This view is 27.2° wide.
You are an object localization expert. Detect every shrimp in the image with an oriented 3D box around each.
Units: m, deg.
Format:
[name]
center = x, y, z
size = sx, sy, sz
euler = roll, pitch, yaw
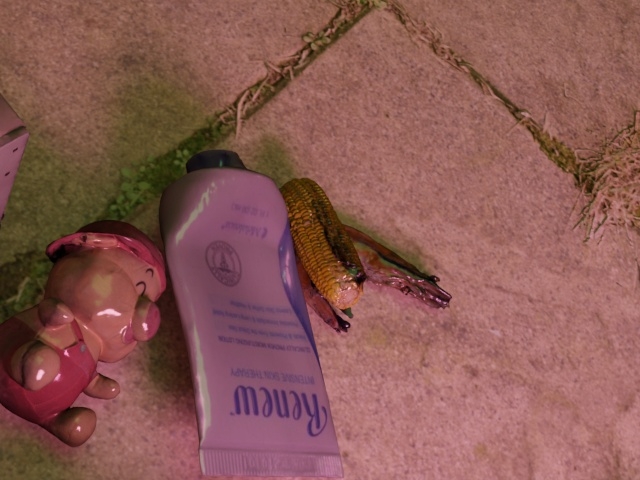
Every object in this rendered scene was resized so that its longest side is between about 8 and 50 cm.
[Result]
[shrimp]
center = 0.066, 0.061, 1.731
size = 0.219, 0.046, 0.152
euler = 24, 52, -4

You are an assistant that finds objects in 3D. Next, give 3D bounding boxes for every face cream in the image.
[face cream]
center = -0.096, 0.083, 1.594
size = 0.235, 0.137, 0.420
euler = 13, 56, -48

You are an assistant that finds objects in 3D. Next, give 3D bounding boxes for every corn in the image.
[corn]
center = 0.000, 0.000, 1.689
size = 0.072, 0.072, 0.203
euler = -4, 47, -27

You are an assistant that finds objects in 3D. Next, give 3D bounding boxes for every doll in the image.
[doll]
center = -0.263, 0.086, 1.479
size = 0.152, 0.196, 0.256
euler = 32, 58, -2

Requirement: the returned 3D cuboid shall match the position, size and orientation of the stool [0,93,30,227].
[stool]
center = -0.477, -0.103, 1.445
size = 0.170, 0.270, 0.243
euler = -35, 78, -36
